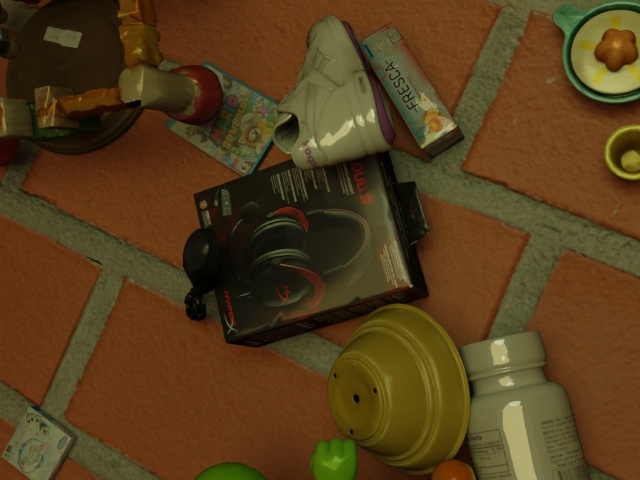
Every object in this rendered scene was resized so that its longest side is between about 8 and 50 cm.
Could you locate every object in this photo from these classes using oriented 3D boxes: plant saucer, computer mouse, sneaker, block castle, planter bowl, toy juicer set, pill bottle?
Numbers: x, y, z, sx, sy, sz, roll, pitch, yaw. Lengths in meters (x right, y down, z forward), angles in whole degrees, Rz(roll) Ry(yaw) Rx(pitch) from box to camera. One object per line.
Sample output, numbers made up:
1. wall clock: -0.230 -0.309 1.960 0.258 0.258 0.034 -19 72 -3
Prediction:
1. plant saucer: -0.391 -0.275 1.361 0.278 0.041 0.277 -3 80 19
2. computer mouse: -0.171 0.053 1.144 0.041 0.242 0.071 -10 66 -19
3. sneaker: -0.004 -0.197 1.112 0.152 0.114 0.305 -23 35 7
4. block castle: -0.375 -0.285 1.230 0.454 0.213 0.302 -8 91 24
5. planter bowl: 0.072 0.189 1.054 0.217 0.090 0.217 3 94 50
6. toy juicer set: 0.406 -0.250 1.065 0.209 0.089 0.328 -23 75 14
7. pill bottle: 0.240 0.231 1.024 0.131 0.131 0.229 -15 77 16

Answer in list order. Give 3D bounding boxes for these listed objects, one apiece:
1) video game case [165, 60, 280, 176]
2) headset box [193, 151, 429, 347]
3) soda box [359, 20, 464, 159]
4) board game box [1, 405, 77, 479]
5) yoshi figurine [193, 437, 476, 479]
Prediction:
1. video game case: -0.139 -0.180 1.274 0.166 0.015 0.119 33 93 20
2. headset box: 0.000 0.000 1.150 0.293 0.110 0.218 -17 75 15
3. soda box: 0.123 -0.205 1.165 0.058 0.063 0.183 -31 73 12
4. board game box: -0.425 0.312 1.291 0.090 0.020 0.090 30 92 21
5. yoshi figurine: -0.010 0.323 1.007 0.362 0.203 0.203 -4 91 -14
